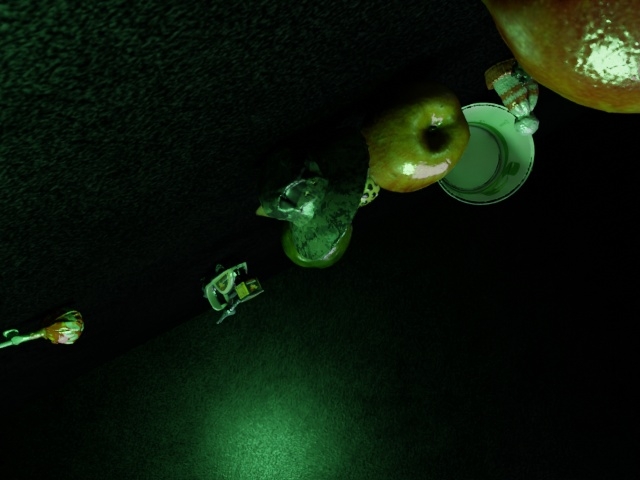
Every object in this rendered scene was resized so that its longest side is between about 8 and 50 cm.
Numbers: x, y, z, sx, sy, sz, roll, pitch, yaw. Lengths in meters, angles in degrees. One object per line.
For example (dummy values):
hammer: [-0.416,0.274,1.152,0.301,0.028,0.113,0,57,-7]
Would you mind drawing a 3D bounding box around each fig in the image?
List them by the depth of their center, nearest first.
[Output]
fig: [0.000,0.000,1.713,0.195,0.195,0.244,-28,132,-2]

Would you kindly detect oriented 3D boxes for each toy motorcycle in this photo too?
toy motorcycle: [-0.295,0.152,2.045,0.091,0.157,0.263,-21,170,-41]

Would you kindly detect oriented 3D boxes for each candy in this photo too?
candy: [-0.638,0.212,1.357,0.288,0.078,0.084,-19,140,-41]

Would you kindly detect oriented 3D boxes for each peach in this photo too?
peach: [0.313,-0.263,0.602,0.333,0.307,0.308,-15,176,6]

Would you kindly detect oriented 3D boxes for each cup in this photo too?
cup: [0.406,-0.223,1.718,0.253,0.253,0.274,-29,-178,5]

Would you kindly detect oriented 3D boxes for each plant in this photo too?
plant: [0.443,-0.369,1.276,0.174,0.085,0.087,-35,-143,-16]

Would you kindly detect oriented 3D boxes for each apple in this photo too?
apple: [0.150,-0.181,1.098,0.195,0.160,0.173,-53,-168,-8]

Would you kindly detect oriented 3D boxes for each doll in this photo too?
doll: [0.173,-0.164,1.797,0.291,0.086,0.117,-25,144,-42]

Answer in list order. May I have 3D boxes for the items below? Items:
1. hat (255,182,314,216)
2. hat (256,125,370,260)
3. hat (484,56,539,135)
hat: [-0.052,-0.076,1.528,0.193,0.082,0.193,-27,176,-2]
hat: [-0.036,-0.094,1.104,0.128,0.265,0.265,14,152,-28]
hat: [0.414,-0.298,1.350,0.112,0.162,0.093,-22,176,-19]
